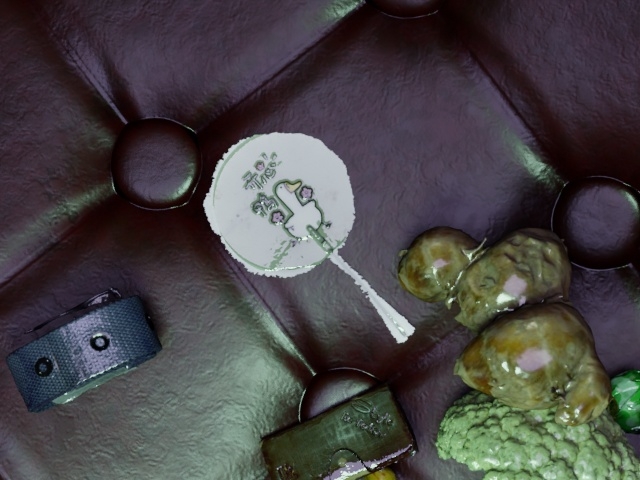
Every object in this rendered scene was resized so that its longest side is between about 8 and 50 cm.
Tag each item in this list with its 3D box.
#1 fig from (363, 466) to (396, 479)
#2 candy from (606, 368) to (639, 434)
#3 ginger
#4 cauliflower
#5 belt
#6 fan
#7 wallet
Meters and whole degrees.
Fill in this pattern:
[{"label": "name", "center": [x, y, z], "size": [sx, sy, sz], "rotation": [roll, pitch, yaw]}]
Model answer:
[{"label": "fig", "center": [0.081, 0.364, 1.623], "size": [0.083, 0.050, 0.050], "rotation": [36, 91, 14]}, {"label": "candy", "center": [0.573, 0.190, 1.600], "size": [0.323, 0.097, 0.097], "rotation": [-30, 89, -7]}, {"label": "ginger", "center": [0.282, 0.117, 1.508], "size": [0.256, 0.176, 0.375], "rotation": [-14, 49, -14]}, {"label": "cauliflower", "center": [0.324, 0.344, 1.547], "size": [0.272, 0.275, 0.250], "rotation": [-8, 130, -12]}, {"label": "belt", "center": [-0.367, 0.165, 1.599], "size": [0.230, 0.139, 0.126], "rotation": [-27, 83, 3]}, {"label": "fan", "center": [0.000, 0.000, 1.642], "size": [0.414, 0.012, 0.233], "rotation": [44, 92, 2]}, {"label": "wallet", "center": [0.027, 0.318, 1.613], "size": [0.232, 0.031, 0.122], "rotation": [-24, 64, 0]}]
